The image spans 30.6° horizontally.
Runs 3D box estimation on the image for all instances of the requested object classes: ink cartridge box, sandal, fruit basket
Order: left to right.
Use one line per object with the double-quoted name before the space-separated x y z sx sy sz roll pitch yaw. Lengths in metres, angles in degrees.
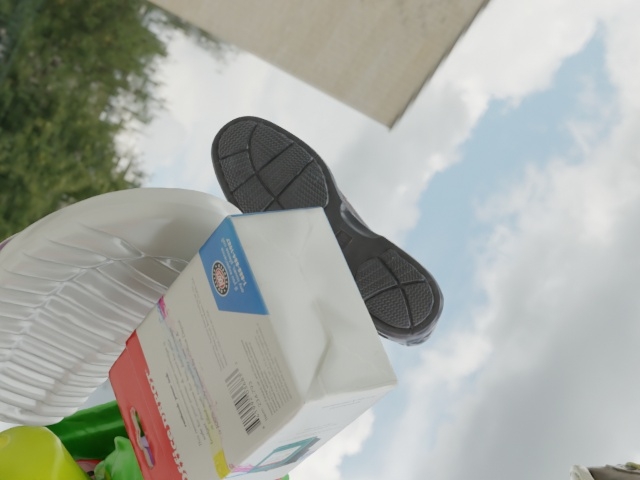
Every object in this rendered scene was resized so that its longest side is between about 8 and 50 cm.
"sandal" -0.208 0.040 0.960 0.416 0.169 0.102 -36 -135 43
"fruit basket" -0.272 0.279 1.279 0.392 0.392 0.283 -40 -154 48
"ink cartridge box" -0.058 0.093 0.800 0.231 0.078 0.134 -46 -120 47

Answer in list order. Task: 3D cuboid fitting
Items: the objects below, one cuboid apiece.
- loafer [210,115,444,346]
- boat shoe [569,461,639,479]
"loafer" 0.000 0.000 1.192 0.109 0.302 0.095 -42 163 -12
"boat shoe" 0.359 0.309 1.342 0.324 0.096 0.117 84 -9 -83
